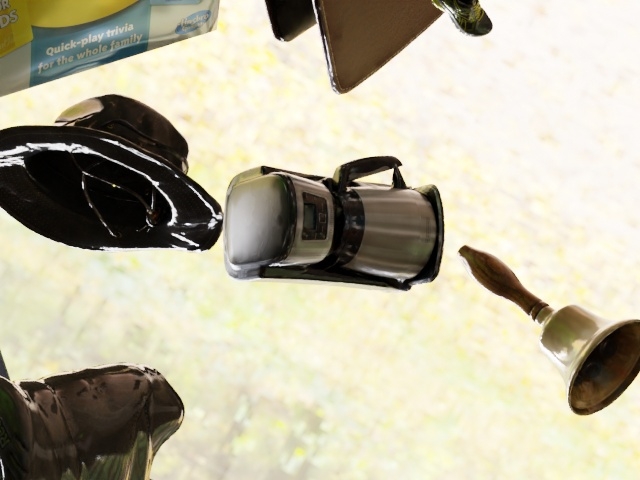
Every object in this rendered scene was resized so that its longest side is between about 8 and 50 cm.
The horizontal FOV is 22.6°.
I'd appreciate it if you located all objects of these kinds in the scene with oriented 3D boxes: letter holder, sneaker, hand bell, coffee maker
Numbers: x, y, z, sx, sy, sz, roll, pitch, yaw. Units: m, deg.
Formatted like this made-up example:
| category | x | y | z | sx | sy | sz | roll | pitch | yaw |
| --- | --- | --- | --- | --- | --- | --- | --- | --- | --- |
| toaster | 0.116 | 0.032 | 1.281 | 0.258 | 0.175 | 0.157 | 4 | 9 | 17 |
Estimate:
| category | x | y | z | sx | sy | sz | roll | pitch | yaw |
| --- | --- | --- | --- | --- | --- | --- | --- | --- | --- |
| letter holder | 0.043 | -0.319 | 1.643 | 0.152 | 0.302 | 0.214 | 24 | 145 | 34 |
| sneaker | -0.133 | 0.187 | 0.857 | 0.130 | 0.286 | 0.109 | -14 | -137 | -37 |
| sneaker | 0.139 | -0.219 | 1.515 | 0.083 | 0.031 | 0.035 | 31 | 157 | -36 |
| hand bell | 0.239 | 0.077 | 1.795 | 0.242 | 0.126 | 0.126 | 40 | 178 | 37 |
| coffee maker | 0.000 | 0.000 | 1.500 | 0.178 | 0.120 | 0.171 | 6 | 147 | -31 |

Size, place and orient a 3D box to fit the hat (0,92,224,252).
| category | x | y | z | sx | sy | sz | roll | pitch | yaw |
| --- | --- | --- | --- | --- | --- | --- | --- | --- | --- |
| hat | -0.264 | -0.103 | 1.977 | 0.331 | 0.134 | 0.331 | 11 | 156 | 5 |

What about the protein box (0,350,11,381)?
| category | x | y | z | sx | sy | sz | roll | pitch | yaw |
| --- | --- | --- | --- | --- | --- | --- | --- | --- | --- |
| protein box | -0.330 | 0.201 | 1.223 | 0.201 | 0.199 | 0.136 | -14 | 168 | -41 |

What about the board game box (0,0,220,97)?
| category | x | y | z | sx | sy | sz | roll | pitch | yaw |
| --- | --- | --- | --- | --- | --- | --- | --- | --- | --- |
| board game box | -0.185 | -0.277 | 1.188 | 0.079 | 0.254 | 0.336 | 45 | 143 | 32 |
